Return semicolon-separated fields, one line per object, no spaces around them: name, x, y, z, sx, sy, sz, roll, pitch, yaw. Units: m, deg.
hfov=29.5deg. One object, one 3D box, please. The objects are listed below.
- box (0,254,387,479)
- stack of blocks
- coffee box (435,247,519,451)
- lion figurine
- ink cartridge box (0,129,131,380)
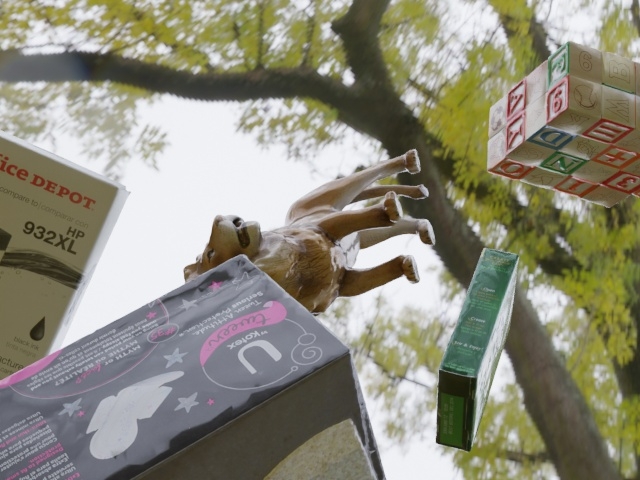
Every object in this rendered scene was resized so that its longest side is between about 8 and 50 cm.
box;-0.098;0.152;0.706;0.247;0.142;0.163;-28;-55;-17
stack of blocks;0.362;-0.111;1.385;0.297;0.087;0.171;14;-25;-18
coffee box;0.157;0.107;1.215;0.040;0.184;0.113;12;-46;15
lion figurine;0.000;0.000;1.439;0.240;0.392;0.142;-16;-85;16
ink cartridge box;-0.410;0.027;1.550;0.223;0.129;0.307;24;-91;-4
